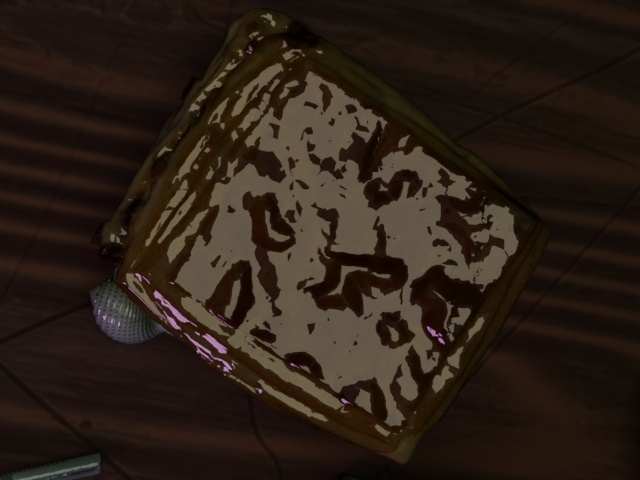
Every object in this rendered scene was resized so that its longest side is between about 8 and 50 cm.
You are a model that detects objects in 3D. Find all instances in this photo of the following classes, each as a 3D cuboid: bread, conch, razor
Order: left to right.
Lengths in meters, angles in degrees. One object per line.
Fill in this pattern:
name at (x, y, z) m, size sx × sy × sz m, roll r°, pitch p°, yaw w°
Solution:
razor at (-0.290, 0.210, 1.577) m, size 0.211 × 0.036 × 0.084 m, roll -10°, pitch 96°, yaw -9°
conch at (-0.156, 0.055, 1.586) m, size 0.085 × 0.057 × 0.076 m, roll 33°, pitch 59°, yaw -27°
bread at (0.000, 0.000, 1.556) m, size 0.324 × 0.167 × 0.277 m, roll 33°, pitch 87°, yaw 0°

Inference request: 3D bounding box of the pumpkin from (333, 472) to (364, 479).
pumpkin at (0.064, 0.294, 1.568) m, size 0.248 × 0.248 × 0.248 m, roll 0°, pitch 92°, yaw -10°
